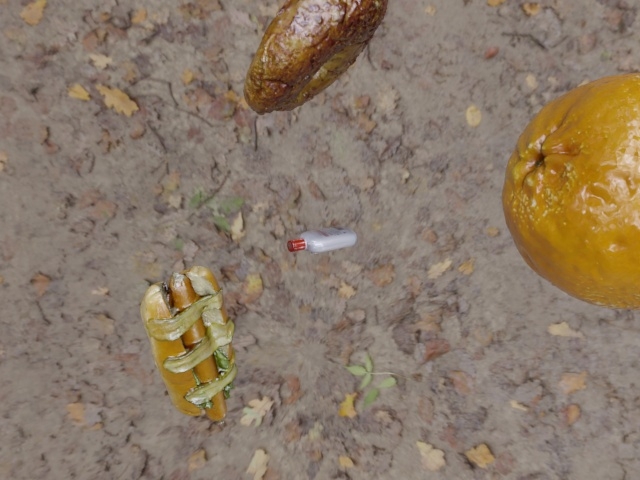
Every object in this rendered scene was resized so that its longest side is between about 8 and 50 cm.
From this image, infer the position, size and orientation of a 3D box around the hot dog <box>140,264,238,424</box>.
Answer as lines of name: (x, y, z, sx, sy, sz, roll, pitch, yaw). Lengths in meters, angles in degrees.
hot dog: (-0.161, 0.143, 0.775, 0.109, 0.270, 0.072, -30, 42, -30)

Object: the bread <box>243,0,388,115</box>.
bread: (-0.001, -0.198, 0.605, 0.064, 0.193, 0.193, 43, 81, 2)

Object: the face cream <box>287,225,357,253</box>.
face cream: (0.000, 0.000, 0.671, 0.083, 0.040, 0.021, -10, 114, -36)

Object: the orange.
orange: (0.421, -0.071, 0.842, 0.293, 0.340, 0.341, 14, 78, -20)
